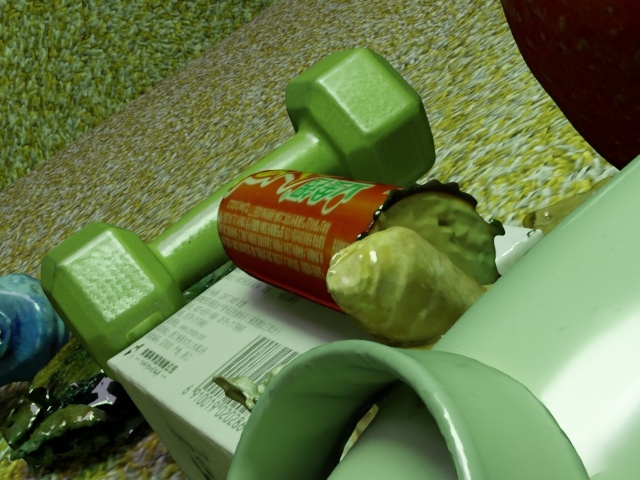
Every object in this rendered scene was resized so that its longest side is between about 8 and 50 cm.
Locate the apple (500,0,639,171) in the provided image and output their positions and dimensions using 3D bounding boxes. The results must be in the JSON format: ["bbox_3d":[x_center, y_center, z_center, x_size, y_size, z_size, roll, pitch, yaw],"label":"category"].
[{"bbox_3d":[0.271,-0.163,0.693,0.348,0.348,0.277,-30,26,0],"label":"apple"}]

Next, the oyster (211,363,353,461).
[{"bbox_3d":[0.025,0.114,0.591,0.106,0.061,0.200,1,33,-32],"label":"oyster"}]

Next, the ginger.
[{"bbox_3d":[0.120,0.049,0.613,0.299,0.118,0.065,-3,-3,-43],"label":"ginger"}]

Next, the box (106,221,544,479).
[{"bbox_3d":[0.013,0.080,0.806,0.203,0.116,0.274,-37,18,-16],"label":"box"}]

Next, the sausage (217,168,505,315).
[{"bbox_3d":[0.000,0.000,0.730,0.083,0.083,0.264,-35,18,-16],"label":"sausage"}]

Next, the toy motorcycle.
[{"bbox_3d":[-0.354,0.082,1.323,0.319,0.182,0.241,-12,24,51],"label":"toy motorcycle"}]

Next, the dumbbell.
[{"bbox_3d":[-0.055,-0.022,0.969,0.302,0.121,0.108,-37,45,-16],"label":"dumbbell"}]

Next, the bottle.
[{"bbox_3d":[0.069,0.119,0.401,0.352,0.229,0.229,-37,17,-22],"label":"bottle"}]

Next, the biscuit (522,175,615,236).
[{"bbox_3d":[0.187,-0.016,0.972,0.081,0.018,0.083,-25,17,13],"label":"biscuit"}]

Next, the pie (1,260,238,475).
[{"bbox_3d":[-0.093,0.068,1.109,0.371,0.078,0.296,-24,16,23],"label":"pie"}]
